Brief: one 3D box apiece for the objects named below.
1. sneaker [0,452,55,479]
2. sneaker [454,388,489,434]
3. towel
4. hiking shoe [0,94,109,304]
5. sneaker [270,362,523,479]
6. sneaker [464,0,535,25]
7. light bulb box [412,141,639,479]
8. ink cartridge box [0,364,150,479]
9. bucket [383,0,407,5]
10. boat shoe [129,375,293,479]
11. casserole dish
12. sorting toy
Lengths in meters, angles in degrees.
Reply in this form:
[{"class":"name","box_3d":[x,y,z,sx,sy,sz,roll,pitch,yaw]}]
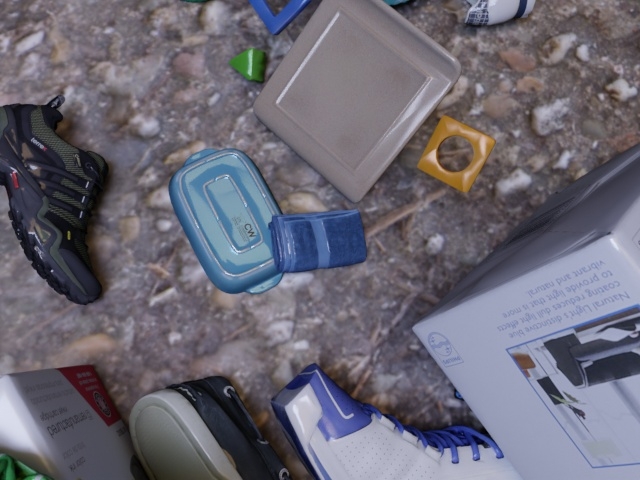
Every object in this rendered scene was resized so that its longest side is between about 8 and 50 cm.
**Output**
[{"class":"sneaker","box_3d":[-0.183,0.172,0.286,0.296,0.109,0.123,-6,83,-11]},{"class":"sneaker","box_3d":[0.182,0.153,0.606,0.073,0.063,0.162,-29,84,-10]},{"class":"towel","box_3d":[0.000,0.000,0.604,0.120,0.029,0.067,-5,80,-34]},{"class":"hiking shoe","box_3d":[-0.270,-0.045,0.560,0.114,0.086,0.226,-28,100,-34]},{"class":"sneaker","box_3d":[0.101,0.236,0.553,0.182,0.127,0.315,-38,93,-18]},{"class":"sneaker","box_3d":[0.220,-0.409,0.725,0.095,0.090,0.235,-12,76,4]},{"class":"light bulb box","box_3d":[0.353,0.108,0.503,0.358,0.225,0.361,-32,84,-37]},{"class":"ink cartridge box","box_3d":[-0.202,0.266,0.436,0.131,0.226,0.306,-32,86,-14]},{"class":"bucket","box_3d":[0.067,-0.440,0.627,0.281,0.183,0.281,-1,76,3]},{"class":"boat shoe","box_3d":[-0.052,0.281,0.519,0.340,0.113,0.127,50,118,12]},{"class":"casserole dish","box_3d":[-0.102,-0.028,0.612,0.114,0.037,0.188,-26,84,-13]},{"class":"sorting toy","box_3d":[0.038,-0.169,0.610,0.348,0.047,0.196,43,113,12]}]
